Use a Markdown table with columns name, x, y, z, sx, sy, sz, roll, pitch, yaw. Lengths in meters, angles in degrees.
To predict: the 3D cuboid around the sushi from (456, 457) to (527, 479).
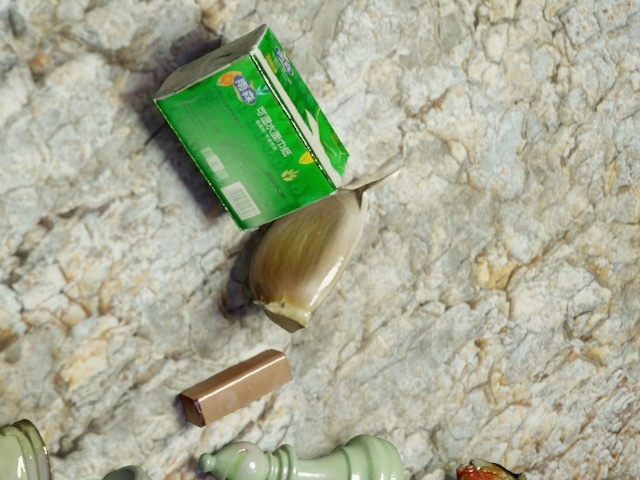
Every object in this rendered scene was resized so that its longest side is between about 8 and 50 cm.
| name | x | y | z | sx | sy | sz | roll | pitch | yaw |
| --- | --- | --- | --- | --- | --- | --- | --- | --- | --- |
| sushi | 0.283 | 0.398 | 1.750 | 0.097 | 0.103 | 0.226 | -40 | 121 | 6 |

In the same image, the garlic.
| name | x | y | z | sx | sy | sz | roll | pitch | yaw |
| --- | --- | --- | --- | --- | --- | --- | --- | --- | --- |
| garlic | 0.000 | -0.005 | 1.481 | 0.266 | 0.148 | 0.128 | -62 | 153 | -11 |

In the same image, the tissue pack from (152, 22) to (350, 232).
| name | x | y | z | sx | sy | sz | roll | pitch | yaw |
| --- | --- | --- | --- | --- | --- | --- | --- | --- | --- |
| tissue pack | -0.077 | -0.150 | 1.423 | 0.209 | 0.148 | 0.156 | 57 | 26 | -24 |

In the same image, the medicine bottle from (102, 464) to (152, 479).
| name | x | y | z | sx | sy | sz | roll | pitch | yaw |
| --- | --- | --- | --- | --- | --- | --- | --- | --- | --- |
| medicine bottle | -0.219 | 0.349 | 1.416 | 0.080 | 0.080 | 0.130 | -43 | 116 | -22 |

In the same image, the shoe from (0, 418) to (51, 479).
| name | x | y | z | sx | sy | sz | roll | pitch | yaw |
| --- | --- | --- | --- | --- | --- | --- | --- | --- | --- |
| shoe | -0.366 | 0.346 | 1.310 | 0.098 | 0.103 | 0.274 | -4 | 92 | -32 |

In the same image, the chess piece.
| name | x | y | z | sx | sy | sz | roll | pitch | yaw |
| --- | --- | --- | --- | --- | --- | --- | --- | --- | --- |
| chess piece | -0.035 | 0.315 | 1.522 | 0.272 | 0.139 | 0.139 | 12 | 89 | -23 |

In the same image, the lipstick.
| name | x | y | z | sx | sy | sz | roll | pitch | yaw |
| --- | --- | --- | --- | --- | --- | --- | --- | --- | --- |
| lipstick | -0.109 | 0.192 | 1.492 | 0.145 | 0.045 | 0.045 | -25 | 106 | -28 |
